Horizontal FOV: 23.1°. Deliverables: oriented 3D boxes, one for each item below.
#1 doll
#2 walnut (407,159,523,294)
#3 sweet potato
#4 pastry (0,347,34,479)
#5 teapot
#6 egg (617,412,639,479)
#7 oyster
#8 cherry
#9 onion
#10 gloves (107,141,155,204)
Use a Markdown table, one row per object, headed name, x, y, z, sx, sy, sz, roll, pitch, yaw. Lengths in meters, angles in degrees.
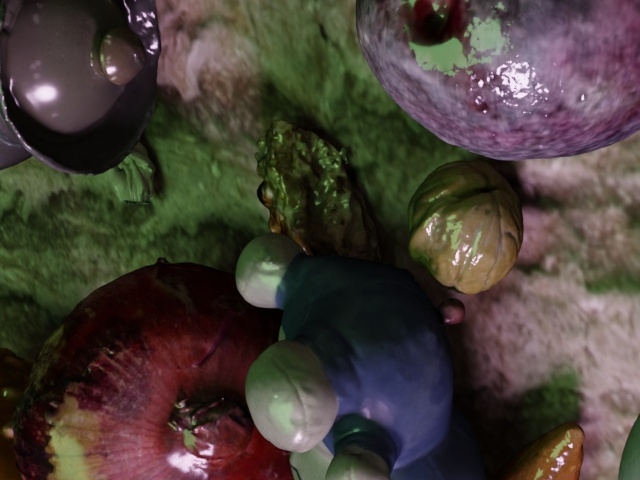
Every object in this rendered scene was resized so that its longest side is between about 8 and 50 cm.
| name | x | y | z | sx | sy | sz | roll | pitch | yaw |
| --- | --- | --- | --- | --- | --- | --- | --- | --- | --- |
| doll | 0.032 | 0.134 | 1.076 | 0.228 | 0.154 | 0.258 | -106 | 7 | -58 |
| walnut | 0.095 | -0.009 | 1.031 | 0.092 | 0.092 | 0.092 | 23 | 126 | 35 |
| sweet potato | 0.146 | 0.191 | 1.115 | 0.055 | 0.058 | 0.202 | 6 | 132 | -6 |
| pastry | -0.265 | 0.276 | 1.386 | 0.409 | 0.245 | 0.409 | 55 | 167 | 20 |
| teapot | -0.262 | -0.167 | 1.170 | 0.285 | 0.223 | 0.305 | 7 | 149 | 33 |
| egg | 0.268 | 0.130 | 0.871 | 0.169 | 0.169 | 0.236 | 58 | 142 | 2 |
| oyster | -0.003 | -0.007 | 1.151 | 0.105 | 0.056 | 0.177 | 18 | 129 | 46 |
| cherry | 0.111 | -0.129 | 0.870 | 0.195 | 0.195 | 0.195 | 23 | 126 | 35 |
| onion | -0.108 | 0.138 | 1.185 | 0.190 | 0.246 | 0.246 | 3 | 115 | 61 |
| gloves | -0.157 | -0.056 | 1.280 | 0.044 | 0.037 | 0.081 | -3 | 100 | 18 |
